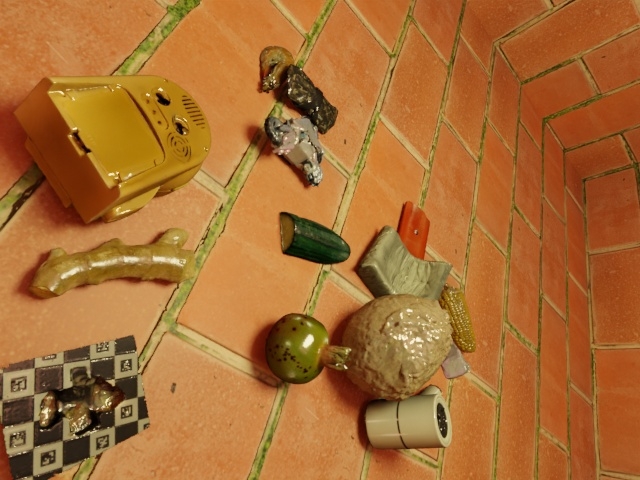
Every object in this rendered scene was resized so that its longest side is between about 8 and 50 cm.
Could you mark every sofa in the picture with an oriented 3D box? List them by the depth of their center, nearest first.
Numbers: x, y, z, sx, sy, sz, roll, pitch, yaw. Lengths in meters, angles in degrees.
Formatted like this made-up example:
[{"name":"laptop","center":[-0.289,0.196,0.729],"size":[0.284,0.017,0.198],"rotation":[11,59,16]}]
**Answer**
[{"name":"sofa","center":[0.253,0.085,1.267],"size":[0.225,0.176,0.210],"rotation":[53,49,-17]}]

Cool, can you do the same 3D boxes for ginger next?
[{"name":"ginger","center":[-0.371,0.047,0.781],"size":[0.298,0.065,0.118],"rotation":[-13,73,-45]}]

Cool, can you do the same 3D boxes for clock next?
[{"name":"clock","center":[-0.354,-0.191,0.799],"size":[0.317,0.200,0.244],"rotation":[-40,108,-50]}]

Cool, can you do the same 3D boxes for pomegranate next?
[{"name":"pomegranate","center":[-0.032,0.246,0.945],"size":[0.159,0.204,0.159],"rotation":[-29,123,-59]}]

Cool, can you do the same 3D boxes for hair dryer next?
[{"name":"hair dryer","center":[0.288,0.480,1.196],"size":[0.362,0.203,0.128],"rotation":[4,71,-59]}]

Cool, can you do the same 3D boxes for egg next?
[{"name":"egg","center":[0.195,0.269,1.095],"size":[0.310,0.279,0.279],"rotation":[-35,102,-17]}]

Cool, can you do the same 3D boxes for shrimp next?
[{"name":"shrimp","center":[-0.133,-0.485,1.185],"size":[0.101,0.042,0.190],"rotation":[24,60,-12]}]

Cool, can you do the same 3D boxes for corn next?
[{"name":"corn","center":[0.485,0.274,1.481],"size":[0.097,0.097,0.262],"rotation":[-23,94,-44]}]

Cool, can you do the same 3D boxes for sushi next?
[{"name":"sushi","center":[-0.408,0.270,0.699],"size":[0.210,0.040,0.193],"rotation":[-11,92,-46]}]

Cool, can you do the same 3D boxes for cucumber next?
[{"name":"cucumber","center":[0.000,0.000,1.143],"size":[0.243,0.063,0.115],"rotation":[17,67,-40]}]

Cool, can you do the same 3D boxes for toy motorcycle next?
[{"name":"toy motorcycle","center":[-0.049,-0.239,1.135],"size":[0.239,0.108,0.204],"rotation":[-24,94,-44]}]

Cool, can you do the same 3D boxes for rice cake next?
[{"name":"rice cake","center":[0.368,0.314,1.251],"size":[0.056,0.072,0.365],"rotation":[58,8,-4]}]

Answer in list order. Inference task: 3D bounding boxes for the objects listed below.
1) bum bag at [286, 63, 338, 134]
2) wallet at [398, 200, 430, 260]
[{"name":"bum bag","center":[-0.026,-0.407,1.226],"size":[0.248,0.069,0.102],"rotation":[31,52,-45]},{"name":"wallet","center":[0.326,-0.020,1.457],"size":[0.142,0.045,0.205],"rotation":[38,54,-28]}]
